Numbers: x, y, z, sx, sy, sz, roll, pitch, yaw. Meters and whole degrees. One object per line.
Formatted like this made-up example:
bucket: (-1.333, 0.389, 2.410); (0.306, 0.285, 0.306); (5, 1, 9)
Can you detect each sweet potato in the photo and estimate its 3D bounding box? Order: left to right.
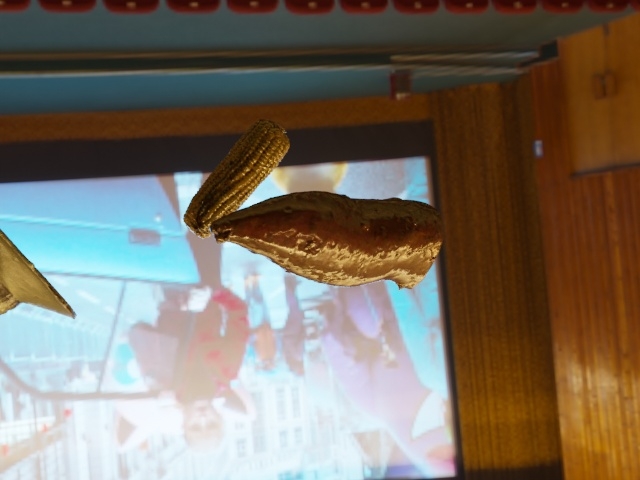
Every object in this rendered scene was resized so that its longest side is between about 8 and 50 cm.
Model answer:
sweet potato: (0.000, -0.003, 1.114); (0.337, 0.131, 0.131); (3, 174, -33)

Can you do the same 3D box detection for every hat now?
hat: (-0.390, 0.024, 0.904); (0.130, 0.257, 0.257); (-41, -170, -16)

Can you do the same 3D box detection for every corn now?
corn: (-0.123, -0.089, 1.251); (0.203, 0.072, 0.072); (-50, -179, 1)
